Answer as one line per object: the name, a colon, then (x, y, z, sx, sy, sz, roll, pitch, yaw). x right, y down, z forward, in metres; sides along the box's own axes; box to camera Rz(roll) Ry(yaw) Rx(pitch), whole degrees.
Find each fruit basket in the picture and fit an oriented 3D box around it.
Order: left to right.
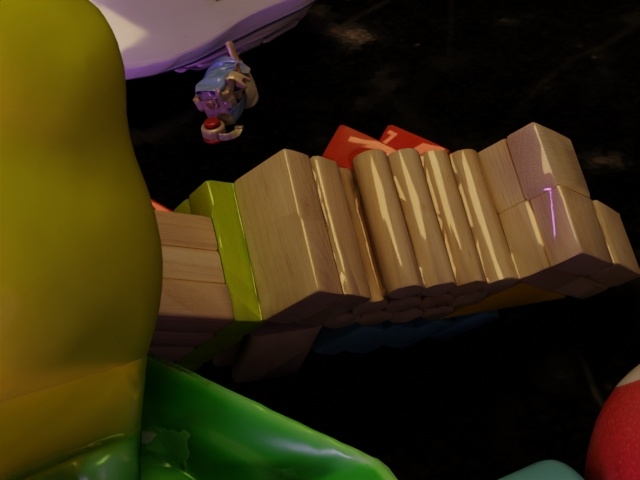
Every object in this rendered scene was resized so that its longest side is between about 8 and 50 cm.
fruit basket: (-0.164, 0.080, 0.415, 0.392, 0.392, 0.283, 20, 47, 31)

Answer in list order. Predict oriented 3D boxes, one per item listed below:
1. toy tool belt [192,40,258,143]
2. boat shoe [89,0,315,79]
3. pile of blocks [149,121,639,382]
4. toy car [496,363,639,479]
toy tool belt: (-0.081, -0.122, 0.890, 0.052, 0.051, 0.083, 3, 41, 15)
boat shoe: (-0.111, -0.188, 0.946, 0.267, 0.088, 0.096, -31, 75, -29)
pile of blocks: (0.000, 0.000, 0.631, 0.362, 0.149, 0.112, -6, 66, -18)
toy car: (0.201, 0.076, 0.446, 0.219, 0.238, 0.210, -20, 40, -14)
